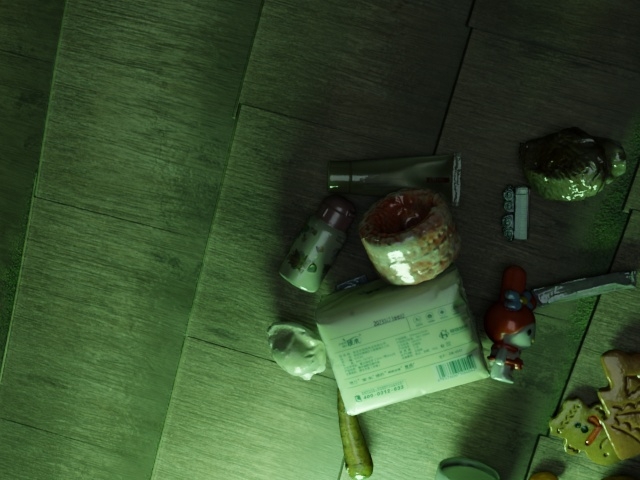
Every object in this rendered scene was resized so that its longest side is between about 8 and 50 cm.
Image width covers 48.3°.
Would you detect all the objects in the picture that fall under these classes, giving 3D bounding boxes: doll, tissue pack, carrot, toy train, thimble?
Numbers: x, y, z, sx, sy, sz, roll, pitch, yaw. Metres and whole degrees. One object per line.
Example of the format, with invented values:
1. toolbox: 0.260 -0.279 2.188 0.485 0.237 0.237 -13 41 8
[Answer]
1. doll: 0.478 0.209 1.797 0.130 0.161 0.290 6 79 29
2. tissue pack: 0.204 0.237 1.803 0.381 0.207 0.297 -16 101 8
3. carrot: 0.082 0.500 1.933 0.078 0.078 0.297 -11 91 7
4. toy train: 0.497 -0.069 1.815 0.071 0.038 0.147 0 99 6
5. thimble: 0.219 -0.011 1.735 0.239 0.239 0.162 -20 120 8

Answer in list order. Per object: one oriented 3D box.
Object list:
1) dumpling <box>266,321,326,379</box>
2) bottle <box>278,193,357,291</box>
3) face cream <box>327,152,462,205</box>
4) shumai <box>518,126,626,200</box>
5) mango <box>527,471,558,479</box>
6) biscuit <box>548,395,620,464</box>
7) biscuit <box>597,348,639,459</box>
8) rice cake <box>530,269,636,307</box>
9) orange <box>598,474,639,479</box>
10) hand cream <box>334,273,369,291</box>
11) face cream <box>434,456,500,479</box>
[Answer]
1. dumpling: -0.055 0.287 1.890 0.136 0.118 0.199 -25 116 11
2. bottle: 0.000 0.000 1.838 0.120 0.120 0.253 30 98 1
3. face cream: 0.188 -0.159 1.819 0.342 0.084 0.137 1 96 -1
4. shumai: 0.625 -0.170 1.744 0.186 0.218 0.183 21 71 -36
5. mango: 0.594 0.649 1.908 0.089 0.046 0.060 -15 99 -5
6. biscuit: 0.719 0.509 1.878 0.226 0.036 0.166 35 99 0
7. biscuit: 0.828 0.423 1.831 0.284 0.043 0.306 18 93 -1
8. rice cake: 0.669 0.122 1.820 0.270 0.049 0.055 -14 75 7
9. orange: 0.802 0.697 1.823 0.237 0.179 0.158 34 103 2
10. hand cream: 0.082 0.116 1.896 0.093 0.019 0.030 -17 98 6
11. face cream: 0.373 0.694 1.869 0.175 0.175 0.194 8 100 5
